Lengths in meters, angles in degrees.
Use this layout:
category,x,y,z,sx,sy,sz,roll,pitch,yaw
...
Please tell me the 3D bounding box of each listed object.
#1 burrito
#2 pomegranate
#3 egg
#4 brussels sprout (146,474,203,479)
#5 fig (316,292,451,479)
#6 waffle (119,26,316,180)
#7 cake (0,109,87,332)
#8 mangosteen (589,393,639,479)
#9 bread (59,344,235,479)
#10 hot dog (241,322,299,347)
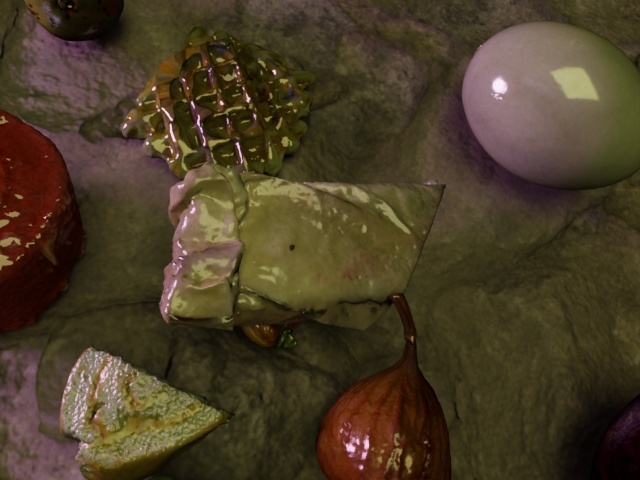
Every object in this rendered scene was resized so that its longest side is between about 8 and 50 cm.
category,x,y,z,sx,sy,sz,roll,pitch,yaw
burrito,0.002,0.013,0.527,0.347,0.107,0.175,-1,81,-30
pomegranate,-0.301,-0.311,0.608,0.114,0.114,0.142,-4,45,-13
egg,0.298,-0.166,0.630,0.253,0.186,0.186,40,69,5
brussels sprout,-0.118,0.289,0.416,0.180,0.161,0.144,-5,118,-23
fig,0.074,0.162,0.501,0.133,0.146,0.201,23,69,-20
waffle,-0.117,-0.165,0.618,0.204,0.054,0.223,27,68,-2
cake,-0.370,-0.037,0.481,0.283,0.151,0.177,26,57,-2
mangosteen,0.439,0.274,0.477,0.347,0.307,0.307,-1,70,-41
bread,-0.172,0.179,0.469,0.156,0.103,0.110,23,63,5
hot dog,-0.088,0.044,0.554,0.072,0.055,0.188,-31,84,-40
